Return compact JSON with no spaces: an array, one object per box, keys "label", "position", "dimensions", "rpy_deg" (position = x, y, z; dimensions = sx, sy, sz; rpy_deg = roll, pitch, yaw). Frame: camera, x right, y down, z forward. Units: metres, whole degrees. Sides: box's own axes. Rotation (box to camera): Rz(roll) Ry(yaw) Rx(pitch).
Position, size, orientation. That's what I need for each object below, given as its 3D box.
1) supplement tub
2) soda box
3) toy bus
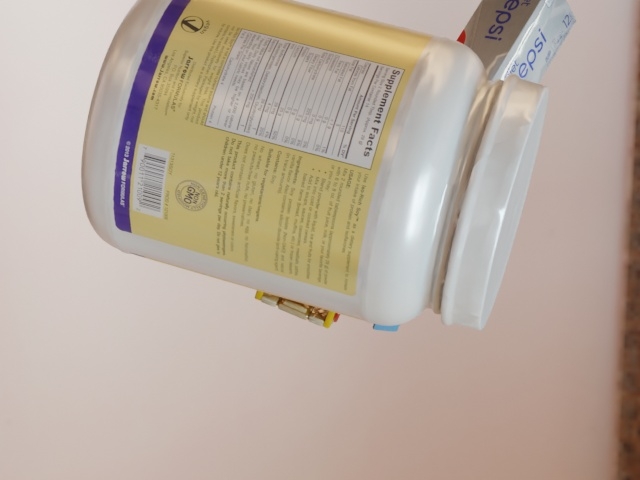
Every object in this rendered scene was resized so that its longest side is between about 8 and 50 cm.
[{"label":"supplement tub","position":[-0.001,-0.068,1.217],"dimensions":[0.331,0.241,0.241],"rpy_deg":[15,-167,10]},{"label":"soda box","position":[0.227,-0.224,2.001],"dimensions":[0.098,0.286,0.091],"rpy_deg":[16,156,41]},{"label":"toy bus","position":[0.002,0.007,1.673],"dimensions":[0.191,0.104,0.202],"rpy_deg":[-4,-143,-36]}]
